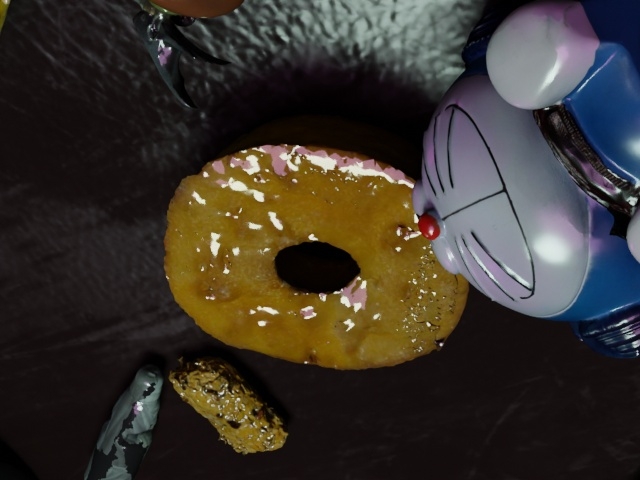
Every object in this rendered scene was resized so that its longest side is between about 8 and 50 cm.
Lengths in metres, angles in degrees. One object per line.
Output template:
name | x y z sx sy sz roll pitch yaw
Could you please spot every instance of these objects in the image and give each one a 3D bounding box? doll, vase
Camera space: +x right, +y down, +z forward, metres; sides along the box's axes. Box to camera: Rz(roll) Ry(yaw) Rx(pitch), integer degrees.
doll | 0.198 -0.059 0.782 0.284 0.240 0.310 66 157 12
vase | -0.220 0.216 1.227 0.060 0.060 0.211 23 129 -4

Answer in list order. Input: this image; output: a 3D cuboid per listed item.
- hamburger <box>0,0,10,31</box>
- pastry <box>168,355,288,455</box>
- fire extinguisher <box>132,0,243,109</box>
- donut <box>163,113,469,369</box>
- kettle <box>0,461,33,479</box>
hamburger | -0.360 -0.211 0.839 0.227 0.151 0.295 9 146 -25
pastry | -0.098 0.180 1.176 0.080 0.056 0.140 -15 128 32
fire extinguisher | -0.086 -0.297 0.798 0.200 0.113 0.376 53 132 27
donut | 0.003 0.001 0.979 0.278 0.108 0.277 6 128 8
kettle | -0.560 0.416 1.284 0.377 0.361 0.250 -13 93 21
